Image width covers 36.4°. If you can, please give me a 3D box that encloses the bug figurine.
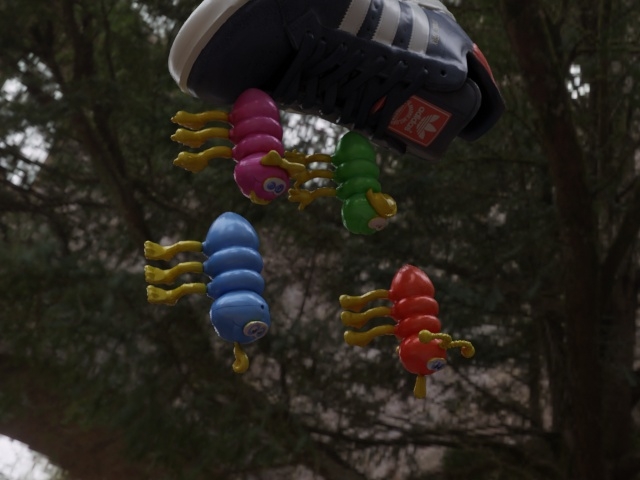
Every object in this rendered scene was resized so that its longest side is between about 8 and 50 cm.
[{"bbox_3d":[0.000,0.000,0.695,0.072,0.216,0.279,-29,-29,34],"label":"bug figurine"}]

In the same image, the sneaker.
[{"bbox_3d":[0.040,-0.130,0.782,0.148,0.350,0.131,53,-53,19],"label":"sneaker"}]
